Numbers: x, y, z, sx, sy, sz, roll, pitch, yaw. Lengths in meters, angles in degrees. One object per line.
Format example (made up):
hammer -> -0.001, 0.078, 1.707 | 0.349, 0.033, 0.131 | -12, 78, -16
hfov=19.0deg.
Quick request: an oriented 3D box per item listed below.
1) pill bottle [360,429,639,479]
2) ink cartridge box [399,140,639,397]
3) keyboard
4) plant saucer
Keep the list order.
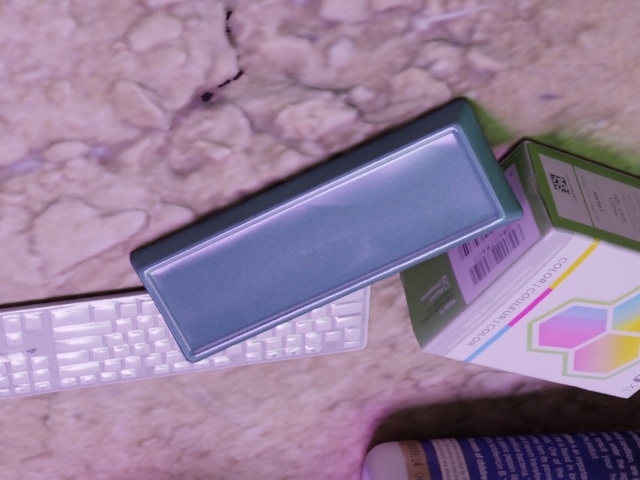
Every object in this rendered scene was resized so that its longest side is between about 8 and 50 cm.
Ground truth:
pill bottle -> 0.161, 0.191, 1.153 | 0.265, 0.153, 0.153 | -3, 144, -4
ink cartridge box -> 0.158, 0.025, 1.020 | 0.209, 0.062, 0.109 | 15, 135, -35
keyboard -> -0.099, 0.051, 1.015 | 0.256, 0.014, 0.072 | -8, 145, -8
plant saucer -> 0.000, 0.000, 0.942 | 0.192, 0.018, 0.067 | -24, 104, 17
